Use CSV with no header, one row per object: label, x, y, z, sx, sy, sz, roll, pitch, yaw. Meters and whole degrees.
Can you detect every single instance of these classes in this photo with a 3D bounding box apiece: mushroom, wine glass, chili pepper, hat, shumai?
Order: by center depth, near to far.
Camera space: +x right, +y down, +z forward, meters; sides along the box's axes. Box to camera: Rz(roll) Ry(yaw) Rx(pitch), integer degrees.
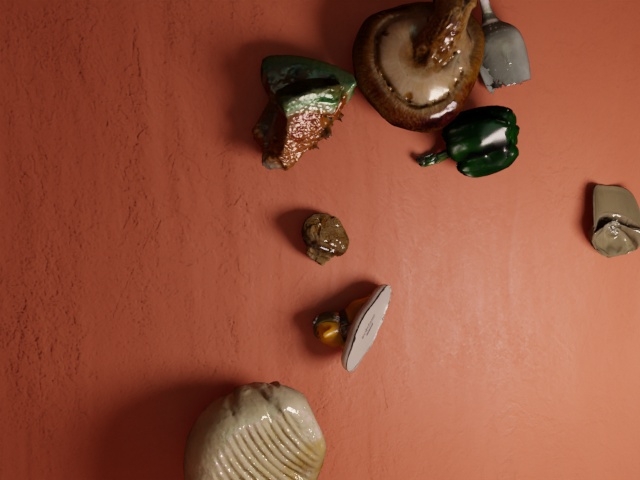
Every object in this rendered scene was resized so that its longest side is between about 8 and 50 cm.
mushroom,0.243,-0.455,1.421,0.345,0.259,0.346,0,87,-1
shumai,-0.001,-0.005,1.497,0.105,0.139,0.123,-24,65,23
chili pepper,0.382,-0.255,1.502,0.174,0.261,0.165,37,55,-43
wine glass,0.457,-0.554,1.509,0.143,0.143,0.321,-19,95,-7
hat,0.817,-0.058,1.632,0.166,0.144,0.173,4,48,-7

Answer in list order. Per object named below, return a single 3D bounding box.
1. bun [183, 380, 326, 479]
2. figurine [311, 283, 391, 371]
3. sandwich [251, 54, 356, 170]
bun,-0.171,0.518,1.428,0.365,0.219,0.365,-5,104,-21
figurine,0.074,0.206,1.521,0.141,0.167,0.250,21,60,26
sandwich,-0.070,-0.316,1.422,0.250,0.162,0.301,20,88,5
